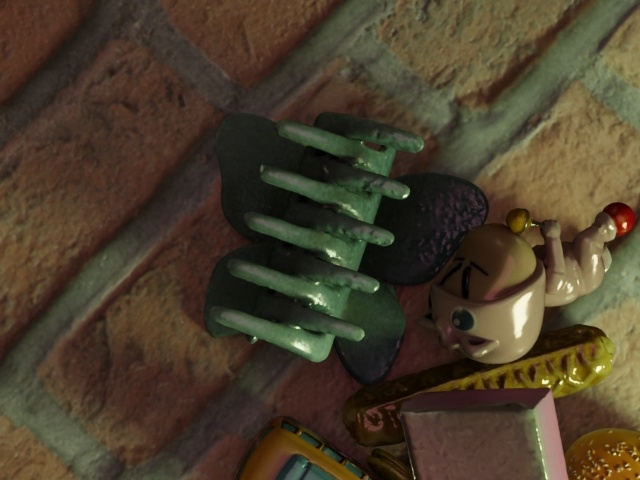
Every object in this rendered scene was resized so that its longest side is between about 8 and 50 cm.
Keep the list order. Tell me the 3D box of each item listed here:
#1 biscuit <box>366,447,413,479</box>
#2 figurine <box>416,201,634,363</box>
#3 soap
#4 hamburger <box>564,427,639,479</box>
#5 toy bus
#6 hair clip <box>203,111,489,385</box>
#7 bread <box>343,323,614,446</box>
[{"bbox_3d":[0.097,0.300,1.469,0.084,0.084,0.023,36,72,8],"label":"biscuit"},{"bbox_3d":[0.258,0.038,1.457,0.287,0.176,0.186,-24,107,-10],"label":"figurine"},{"bbox_3d":[0.209,0.309,1.392,0.181,0.081,0.259,-8,100,30],"label":"soap"},{"bbox_3d":[0.397,0.328,1.440,0.210,0.116,0.173,10,77,3],"label":"hamburger"},{"bbox_3d":[-0.008,0.317,1.441,0.209,0.136,0.126,34,82,6],"label":"toy bus"},{"bbox_3d":[0.000,0.000,1.455,0.392,0.238,0.318,19,82,4],"label":"hair clip"},{"bbox_3d":[0.207,0.190,1.490,0.367,0.084,0.077,-16,120,-3],"label":"bread"}]
